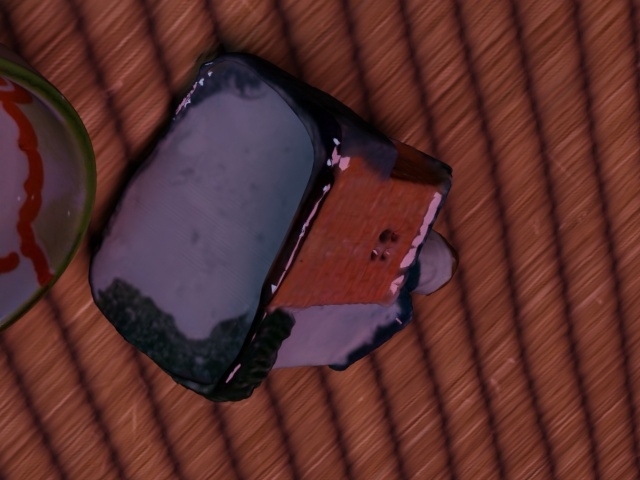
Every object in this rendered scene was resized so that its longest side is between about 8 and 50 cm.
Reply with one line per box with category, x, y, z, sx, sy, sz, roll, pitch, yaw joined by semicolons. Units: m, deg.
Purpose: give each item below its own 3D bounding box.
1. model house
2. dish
model house;0.000;0.000;1.518;0.291;0.184;0.253;10;113;-48
dish;-0.331;-0.045;1.325;0.324;0.124;0.324;-17;139;-15
